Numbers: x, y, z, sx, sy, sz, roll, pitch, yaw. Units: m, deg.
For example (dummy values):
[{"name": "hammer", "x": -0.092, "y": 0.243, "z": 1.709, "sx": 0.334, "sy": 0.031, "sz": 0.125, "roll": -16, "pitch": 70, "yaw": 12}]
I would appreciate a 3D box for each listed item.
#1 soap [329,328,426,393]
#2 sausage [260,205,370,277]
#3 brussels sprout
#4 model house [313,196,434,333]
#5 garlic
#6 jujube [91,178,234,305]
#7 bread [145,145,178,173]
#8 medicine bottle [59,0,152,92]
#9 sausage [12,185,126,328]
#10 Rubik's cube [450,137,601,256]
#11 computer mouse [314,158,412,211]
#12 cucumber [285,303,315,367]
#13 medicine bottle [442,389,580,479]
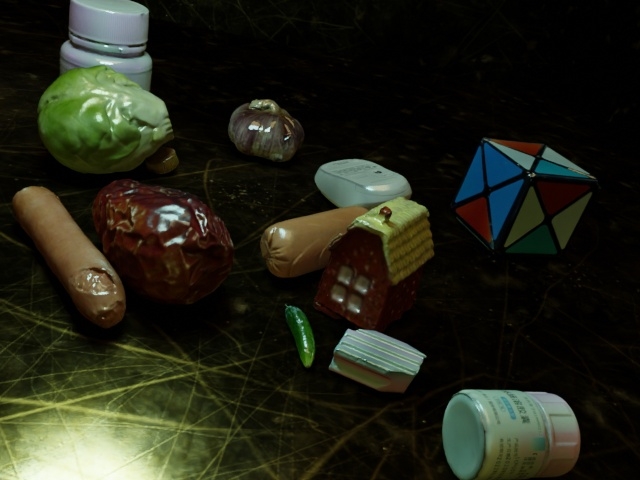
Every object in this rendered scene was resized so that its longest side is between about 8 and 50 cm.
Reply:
[{"name": "soap", "x": 0.103, "y": 0.211, "z": 1.079, "sx": 0.149, "sy": 0.056, "sz": 0.100, "roll": 21, "pitch": 31, "yaw": 12}, {"name": "sausage", "x": -0.001, "y": 0.000, "z": 1.342, "sx": 0.304, "sy": 0.121, "sz": 0.121, "roll": -15, "pitch": 40, "yaw": -44}, {"name": "brussels sprout", "x": -0.529, "y": -0.294, "z": 1.492, "sx": 0.317, "sy": 0.242, "sz": 0.274, "roll": -26, "pitch": 44, "yaw": -38}, {"name": "model house", "x": 0.119, "y": 0.032, "z": 1.206, "sx": 0.160, "sy": 0.253, "sz": 0.196, "roll": 32, "pitch": 34, "yaw": 22}, {"name": "garlic", "x": -0.154, "y": -0.335, "z": 1.830, "sx": 0.245, "sy": 0.160, "sz": 0.245, "roll": 17, "pitch": 20, "yaw": -7}, {"name": "jujube", "x": -0.312, "y": -0.012, "z": 1.157, "sx": 0.216, "sy": 0.216, "sz": 0.342, "roll": -10, "pitch": 31, "yaw": -38}, {"name": "bread", "x": -0.411, "y": -0.203, "z": 1.588, "sx": 0.085, "sy": 0.053, "sz": 0.085, "roll": -1, "pitch": 44, "yaw": 1}, {"name": "medicine bottle", "x": -0.619, "y": -0.524, "z": 1.783, "sx": 0.256, "sy": 0.324, "sz": 0.256, "roll": 11, "pitch": 28, "yaw": -6}, {"name": "sausage", "x": -0.462, "y": 0.018, "z": 1.126, "sx": 0.094, "sy": 0.094, "sz": 0.419, "roll": 16, "pitch": 17, "yaw": -49}, {"name": "Rubik's cube", "x": 0.546, "y": -0.116, "z": 1.673, "sx": 0.250, "sy": 0.248, "sz": 0.246, "roll": 2, "pitch": 32, "yaw": -24}, {"name": "computer mouse", "x": 0.115, "y": -0.131, "z": 1.635, "sx": 0.184, "sy": 0.121, "sz": 0.297, "roll": -20, "pitch": 27, "yaw": -30}, {"name": "cucumber", "x": -0.035, "y": 0.165, "z": 1.118, "sx": 0.039, "sy": 0.039, "sz": 0.167, "roll": 3, "pitch": 32, "yaw": -20}, {"name": "medicine bottle", "x": 0.288, "y": 0.296, "z": 0.937, "sx": 0.169, "sy": 0.135, "sz": 0.135, "roll": 6, "pitch": 30, "yaw": -17}]
